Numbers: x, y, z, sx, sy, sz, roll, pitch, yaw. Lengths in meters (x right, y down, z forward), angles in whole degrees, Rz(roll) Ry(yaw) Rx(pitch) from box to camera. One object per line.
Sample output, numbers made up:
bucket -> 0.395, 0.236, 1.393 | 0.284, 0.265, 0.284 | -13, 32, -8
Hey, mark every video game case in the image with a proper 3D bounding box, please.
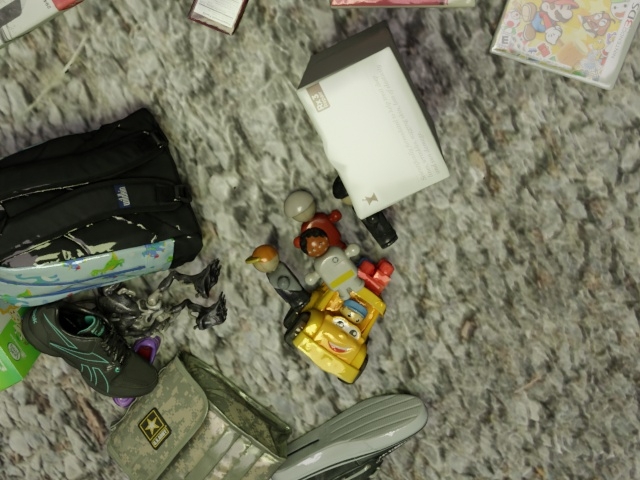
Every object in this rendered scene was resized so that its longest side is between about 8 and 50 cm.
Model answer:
video game case -> 0.425, -0.384, 1.750 | 0.227, 0.026, 0.206 | 17, 107, -5

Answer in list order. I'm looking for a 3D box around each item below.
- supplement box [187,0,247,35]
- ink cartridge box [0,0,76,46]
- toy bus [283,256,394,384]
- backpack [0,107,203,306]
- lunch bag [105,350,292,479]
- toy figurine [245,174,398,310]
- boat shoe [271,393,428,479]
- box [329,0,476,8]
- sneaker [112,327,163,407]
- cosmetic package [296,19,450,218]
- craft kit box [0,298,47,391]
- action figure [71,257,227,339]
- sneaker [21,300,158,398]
supplement box -> -0.143, -0.441, 1.696 | 0.081, 0.104, 0.188 | 22, 107, -7
ink cartridge box -> -0.531, -0.430, 1.699 | 0.273, 0.114, 0.197 | -28, 105, 10
toy bus -> 0.052, 0.122, 1.824 | 0.149, 0.220, 0.211 | 37, 99, -8
backpack -> -0.421, -0.034, 1.722 | 0.356, 0.273, 0.290 | -16, 71, -33
lunch bag -> -0.234, 0.376, 1.934 | 0.287, 0.169, 0.235 | 38, 103, -6
toy figurine -> 0.000, 0.000, 1.769 | 0.213, 0.209, 0.148 | -13, 121, 48
boat shoe -> 0.066, 0.399, 1.976 | 0.335, 0.121, 0.119 | -26, 116, 18
box -> 0.128, -0.443, 1.669 | 0.232, 0.148, 0.126 | -1, 107, 0
sneaker -> -0.351, 0.243, 1.940 | 0.068, 0.071, 0.170 | 22, 108, -6
cosmetic package -> 0.082, -0.203, 1.624 | 0.156, 0.385, 0.217 | -25, 106, 9
craft kit box -> -0.567, 0.100, 1.803 | 0.061, 0.246, 0.250 | -26, 107, 14
action figure -> -0.301, 0.102, 1.861 | 0.276, 0.141, 0.164 | -4, 117, 20
sneaker -> -0.388, 0.191, 1.804 | 0.267, 0.101, 0.106 | 33, 136, -25
